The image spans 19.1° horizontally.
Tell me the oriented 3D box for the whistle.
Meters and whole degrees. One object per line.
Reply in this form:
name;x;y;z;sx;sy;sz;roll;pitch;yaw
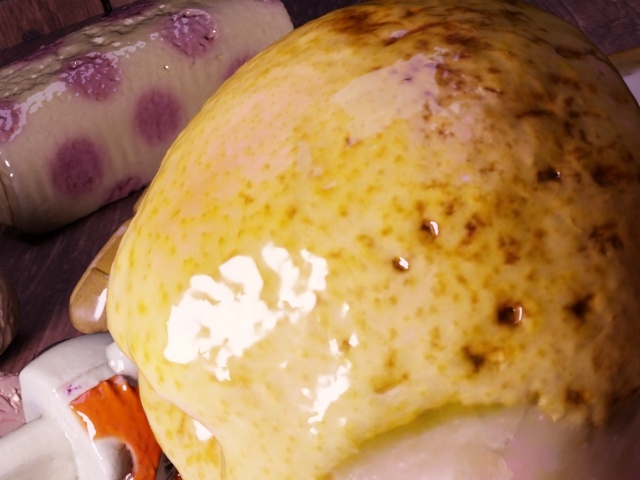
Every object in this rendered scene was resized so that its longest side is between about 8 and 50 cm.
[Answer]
whistle;-0.110;0.098;1.058;0.253;0.101;0.106;-26;19;-27

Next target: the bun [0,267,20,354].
bun;-0.354;0.056;1.436;0.244;0.153;0.244;-23;13;6

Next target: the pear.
pear;0.039;0.023;0.845;0.271;0.271;0.271;-19;15;5

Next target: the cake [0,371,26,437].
cake;-0.210;0.112;1.280;0.052;0.065;0.121;-9;-4;36

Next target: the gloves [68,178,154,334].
gloves;-0.001;-0.014;1.184;0.331;0.141;0.154;-19;38;-7

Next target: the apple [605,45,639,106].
apple;0.180;-0.026;1.019;0.182;0.155;0.182;-17;-2;-1

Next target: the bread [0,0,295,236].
bread;-0.194;-0.140;1.879;0.338;0.155;0.187;-27;21;-24
